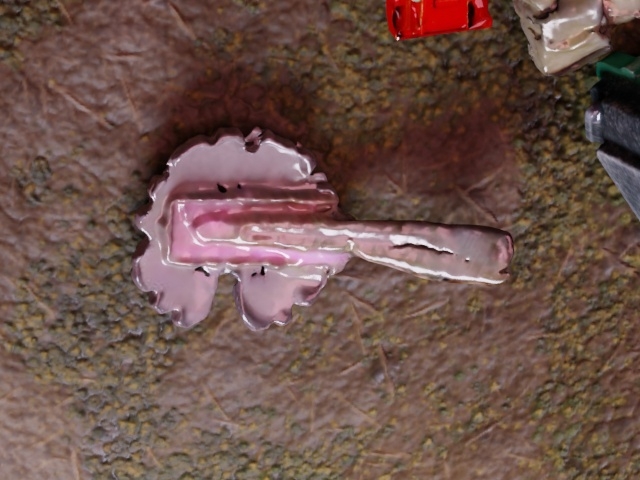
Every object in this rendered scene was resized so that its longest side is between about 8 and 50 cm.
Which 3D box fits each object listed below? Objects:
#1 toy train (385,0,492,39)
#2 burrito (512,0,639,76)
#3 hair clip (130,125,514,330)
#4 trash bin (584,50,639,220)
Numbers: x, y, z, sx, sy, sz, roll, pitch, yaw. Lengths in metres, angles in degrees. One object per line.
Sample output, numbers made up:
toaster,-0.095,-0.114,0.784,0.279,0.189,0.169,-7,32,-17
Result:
toy train,0.082,-0.264,1.331,0.082,0.131,0.204,-9,122,-15
burrito,0.288,-0.272,1.380,0.347,0.107,0.175,-34,137,6
hair clip,0.002,-0.002,1.427,0.300,0.069,0.173,5,107,-4
trash bin,0.434,-0.112,1.380,0.381,0.295,0.259,-41,115,-4
